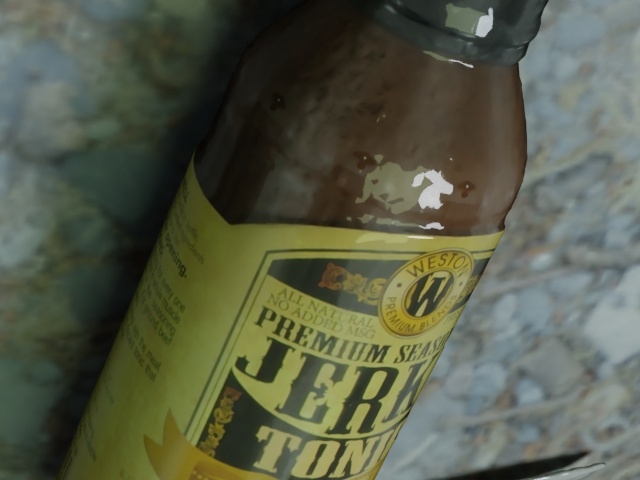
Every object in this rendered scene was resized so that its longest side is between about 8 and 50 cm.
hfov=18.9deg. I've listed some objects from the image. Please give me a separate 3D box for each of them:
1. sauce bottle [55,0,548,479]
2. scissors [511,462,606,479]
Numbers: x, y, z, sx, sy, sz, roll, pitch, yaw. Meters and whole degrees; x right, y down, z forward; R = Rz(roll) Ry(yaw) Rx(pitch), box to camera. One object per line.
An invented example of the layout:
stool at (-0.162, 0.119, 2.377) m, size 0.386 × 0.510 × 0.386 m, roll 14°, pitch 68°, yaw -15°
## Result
sauce bottle at (0.000, 0.000, 0.664) m, size 0.111 × 0.111 × 0.344 m, roll 8°, pitch 123°, yaw -26°
scissors at (-0.023, 0.128, 0.811) m, size 0.297 × 0.021 × 0.109 m, roll -23°, pitch 129°, yaw -1°
